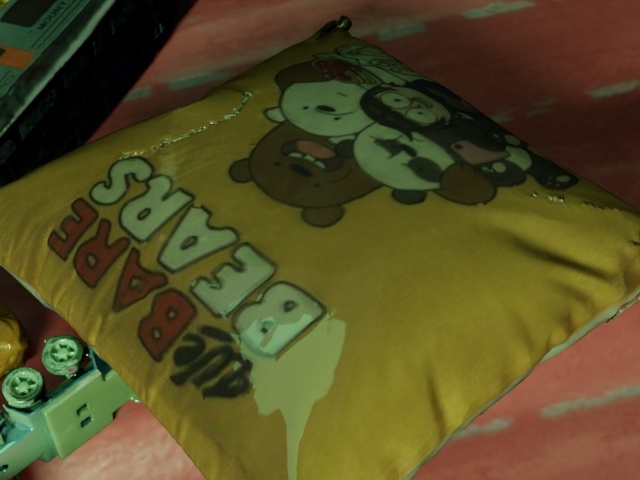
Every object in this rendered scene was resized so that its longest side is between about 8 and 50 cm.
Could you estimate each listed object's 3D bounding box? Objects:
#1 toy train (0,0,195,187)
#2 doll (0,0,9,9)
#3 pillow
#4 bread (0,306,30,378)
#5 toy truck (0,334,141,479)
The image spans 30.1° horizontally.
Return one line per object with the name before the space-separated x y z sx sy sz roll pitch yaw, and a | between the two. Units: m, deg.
toy train | -0.204 -0.098 0.801 0.089 0.086 0.409 16 55 23
doll | -0.307 -0.196 0.838 0.081 0.207 0.129 23 95 52
pillow | 0.000 0.000 0.660 0.312 0.119 0.310 -32 55 -28
bread | -0.237 0.091 0.676 0.157 0.044 0.052 -36 48 -21
toy truck | -0.158 0.126 0.625 0.175 0.067 0.081 -38 60 -25
